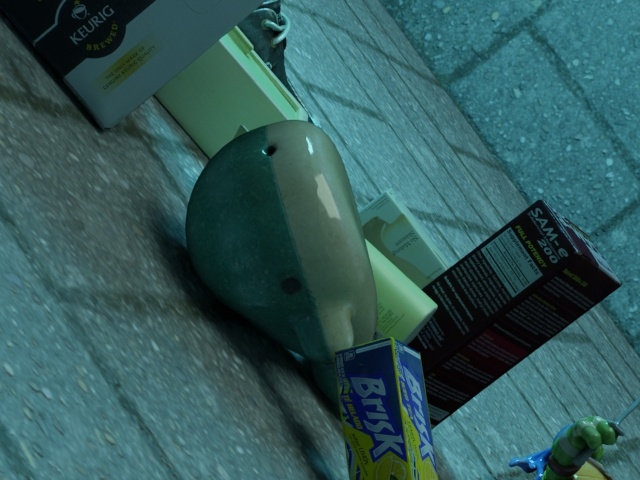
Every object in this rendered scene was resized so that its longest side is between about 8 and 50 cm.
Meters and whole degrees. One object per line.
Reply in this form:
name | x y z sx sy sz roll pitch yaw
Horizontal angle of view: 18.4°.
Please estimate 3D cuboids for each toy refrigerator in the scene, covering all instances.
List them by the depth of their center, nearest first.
toy refrigerator | -0.126 -0.186 1.906 0.269 0.094 0.102 49 13 -14

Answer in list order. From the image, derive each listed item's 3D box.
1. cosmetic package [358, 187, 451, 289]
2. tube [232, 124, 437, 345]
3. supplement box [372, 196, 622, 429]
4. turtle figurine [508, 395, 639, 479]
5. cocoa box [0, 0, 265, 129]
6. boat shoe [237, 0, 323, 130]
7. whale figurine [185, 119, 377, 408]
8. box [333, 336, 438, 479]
cosmetic package | 0.090 0.003 2.246 0.115 0.060 0.041 51 13 1
tube | 0.000 0.000 1.776 0.240 0.070 0.062 42 8 8
supplement box | 0.150 0.073 1.837 0.073 0.239 0.130 59 13 27
turtle figurine | 0.307 0.261 1.879 0.197 0.275 0.266 73 16 -46
cocoa box | -0.114 -0.305 1.690 0.228 0.347 0.231 50 12 -11
boat shoe | -0.089 -0.215 2.060 0.335 0.119 0.121 50 12 -10
whale figurine | -0.027 0.032 1.644 0.216 0.141 0.272 -103 177 -49
box | 0.055 0.165 1.531 0.059 0.054 0.168 32 46 -59
